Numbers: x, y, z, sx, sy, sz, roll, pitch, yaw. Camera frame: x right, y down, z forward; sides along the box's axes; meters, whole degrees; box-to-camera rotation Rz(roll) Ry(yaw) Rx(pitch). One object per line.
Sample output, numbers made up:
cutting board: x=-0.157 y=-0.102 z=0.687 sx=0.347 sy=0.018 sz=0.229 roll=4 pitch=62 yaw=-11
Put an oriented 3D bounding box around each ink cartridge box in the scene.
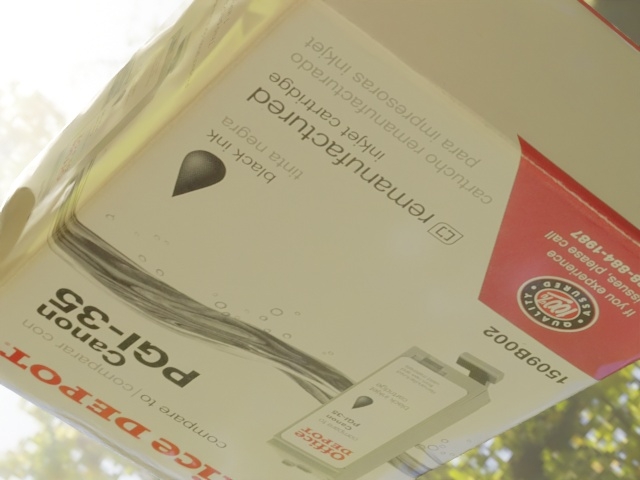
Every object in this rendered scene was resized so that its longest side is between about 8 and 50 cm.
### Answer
ink cartridge box: x=0.000 y=0.000 z=0.620 sx=0.283 sy=0.207 sz=0.117 roll=-38 pitch=-154 yaw=41
